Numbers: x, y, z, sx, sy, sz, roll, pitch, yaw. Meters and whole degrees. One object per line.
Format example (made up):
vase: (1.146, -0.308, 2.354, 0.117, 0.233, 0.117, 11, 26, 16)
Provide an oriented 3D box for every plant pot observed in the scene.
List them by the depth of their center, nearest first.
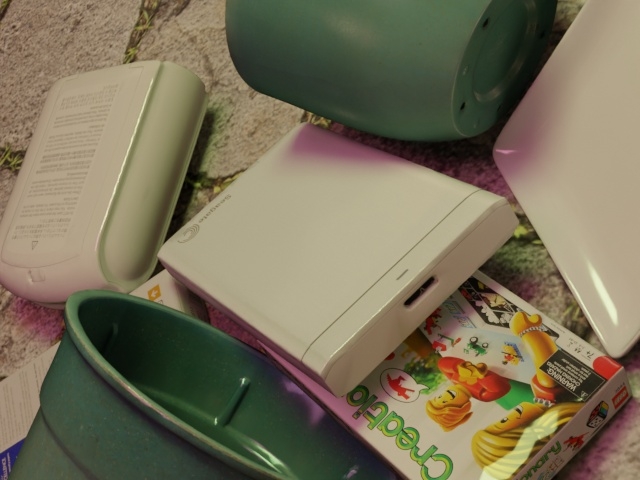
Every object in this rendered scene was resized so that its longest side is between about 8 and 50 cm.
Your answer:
plant pot: (-0.155, 0.272, 1.035, 0.341, 0.341, 0.334, 37, 98, 43)
plant pot: (0.090, -0.231, 1.144, 0.235, 0.293, 0.293, 31, 87, 26)

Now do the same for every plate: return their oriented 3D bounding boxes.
plate: (0.282, -0.085, 1.007, 0.277, 0.045, 0.278, -61, 39, 38)

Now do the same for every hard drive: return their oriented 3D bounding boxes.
hard drive: (0.000, 0.000, 1.147, 0.233, 0.047, 0.353, -43, 33, -13)

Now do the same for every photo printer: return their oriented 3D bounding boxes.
photo printer: (-0.282, -0.062, 1.428, 0.256, 0.107, 0.307, -3, 65, 43)

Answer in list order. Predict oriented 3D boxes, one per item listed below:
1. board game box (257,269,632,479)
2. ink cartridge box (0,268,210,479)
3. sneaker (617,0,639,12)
board game box: (0.103, 0.116, 1.057, 0.193, 0.053, 0.305, -43, 46, -12)
ink cartridge box: (-0.278, 0.198, 1.325, 0.371, 0.069, 0.175, -32, 52, 16)
sneaker: (0.418, -0.250, 1.024, 0.366, 0.135, 0.150, -2, 93, 33)
